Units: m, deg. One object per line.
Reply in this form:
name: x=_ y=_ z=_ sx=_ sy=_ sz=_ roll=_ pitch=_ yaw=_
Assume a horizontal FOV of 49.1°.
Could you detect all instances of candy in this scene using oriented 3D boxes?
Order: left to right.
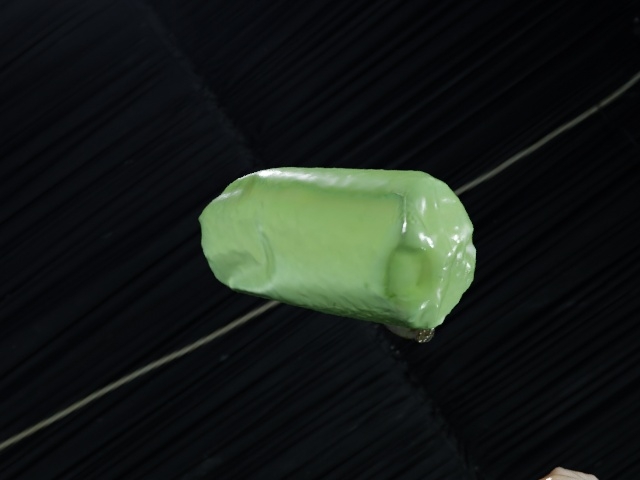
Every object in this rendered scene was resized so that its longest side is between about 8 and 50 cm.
candy: x=0.000 y=0.000 z=0.738 sx=0.343 sy=0.132 sz=0.142 roll=5 pitch=-37 yaw=49

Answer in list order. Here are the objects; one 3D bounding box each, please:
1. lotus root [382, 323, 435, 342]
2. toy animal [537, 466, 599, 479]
lotus root: x=0.111 y=0.084 z=1.082 sx=0.179 sy=0.080 sz=0.089 roll=52 pitch=19 yaw=20
toy animal: x=0.118 y=0.210 z=0.334 sx=0.185 sy=0.104 sz=0.184 roll=67 pitch=-29 yaw=16
